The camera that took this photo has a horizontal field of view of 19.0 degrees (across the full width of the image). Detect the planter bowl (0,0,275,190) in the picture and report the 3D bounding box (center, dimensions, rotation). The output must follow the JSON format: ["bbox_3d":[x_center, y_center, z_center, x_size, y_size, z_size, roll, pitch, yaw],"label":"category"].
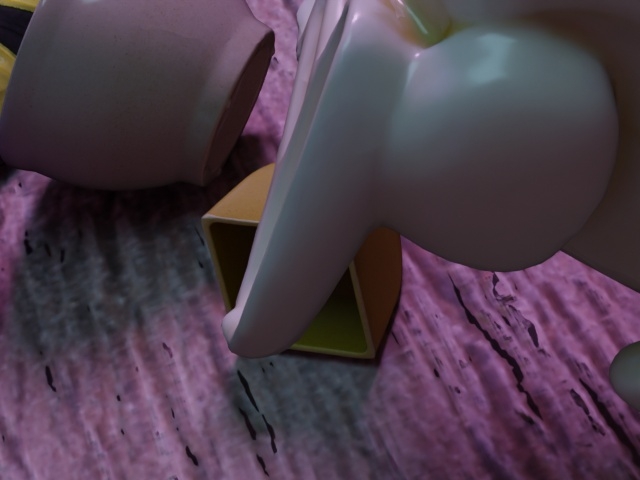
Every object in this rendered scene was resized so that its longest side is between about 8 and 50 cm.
[{"bbox_3d":[-0.092,-0.093,1.061,0.109,0.162,0.162,25,57,6],"label":"planter bowl"}]

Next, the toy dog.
[{"bbox_3d":[0.211,-0.089,0.793,0.408,0.395,0.284,18,33,-7],"label":"toy dog"}]

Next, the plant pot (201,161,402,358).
[{"bbox_3d":[0.000,0.000,0.979,0.082,0.081,0.083,6,39,25],"label":"plant pot"}]

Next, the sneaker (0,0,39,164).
[{"bbox_3d":[-0.194,-0.190,1.181,0.145,0.147,0.384,13,56,28],"label":"sneaker"}]
